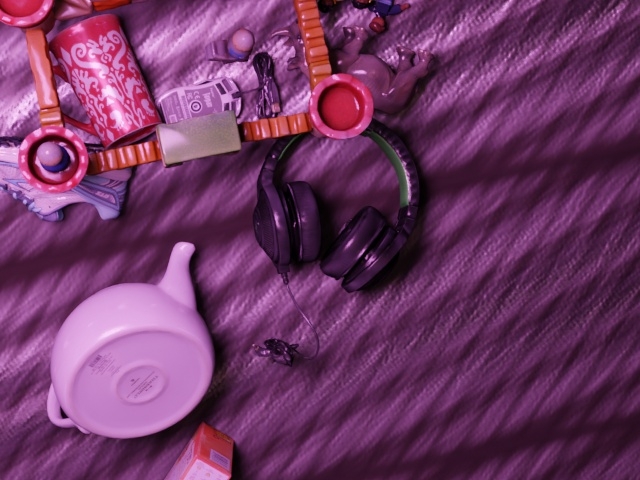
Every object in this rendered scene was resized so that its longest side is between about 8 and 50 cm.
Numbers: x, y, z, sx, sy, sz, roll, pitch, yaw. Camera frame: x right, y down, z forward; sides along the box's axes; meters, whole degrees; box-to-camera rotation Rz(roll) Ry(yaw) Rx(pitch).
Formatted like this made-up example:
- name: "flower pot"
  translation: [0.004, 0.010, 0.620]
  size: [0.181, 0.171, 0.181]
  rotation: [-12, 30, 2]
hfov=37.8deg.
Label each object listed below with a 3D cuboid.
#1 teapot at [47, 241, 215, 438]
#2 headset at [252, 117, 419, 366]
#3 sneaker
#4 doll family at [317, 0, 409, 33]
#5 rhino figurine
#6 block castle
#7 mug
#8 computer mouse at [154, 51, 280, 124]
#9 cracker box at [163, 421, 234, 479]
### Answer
- name: "teapot"
  translation: [-0.290, 0.159, 1.394]
  size: [0.256, 0.187, 0.252]
  rotation: [-12, 126, -18]
- name: "headset"
  translation: [0.000, 0.000, 1.430]
  size: [0.243, 0.185, 0.394]
  rotation: [19, 81, -9]
- name: "sneaker"
  translation: [-0.425, -0.087, 1.386]
  size: [0.283, 0.110, 0.122]
  rotation: [6, 101, -4]
- name: "doll family"
  translation: [0.046, -0.380, 1.392]
  size: [0.193, 0.076, 0.111]
  rotation: [11, 91, -7]
- name: "rhino figurine"
  translation: [0.039, -0.268, 1.406]
  size: [0.243, 0.073, 0.106]
  rotation: [18, 93, -4]
- name: "block castle"
  translation: [-0.179, -0.244, 1.218]
  size: [0.453, 0.213, 0.303]
  rotation: [-11, 92, -8]
- name: "mug"
  translation: [-0.320, -0.220, 1.369]
  size: [0.150, 0.113, 0.169]
  rotation: [-26, 91, 34]
- name: "computer mouse"
  translation: [-0.159, -0.215, 1.418]
  size: [0.193, 0.042, 0.106]
  rotation: [-14, 103, -7]
- name: "cracker box"
  translation: [-0.221, 0.412, 1.438]
  size: [0.067, 0.156, 0.232]
  rotation: [33, 95, -8]
